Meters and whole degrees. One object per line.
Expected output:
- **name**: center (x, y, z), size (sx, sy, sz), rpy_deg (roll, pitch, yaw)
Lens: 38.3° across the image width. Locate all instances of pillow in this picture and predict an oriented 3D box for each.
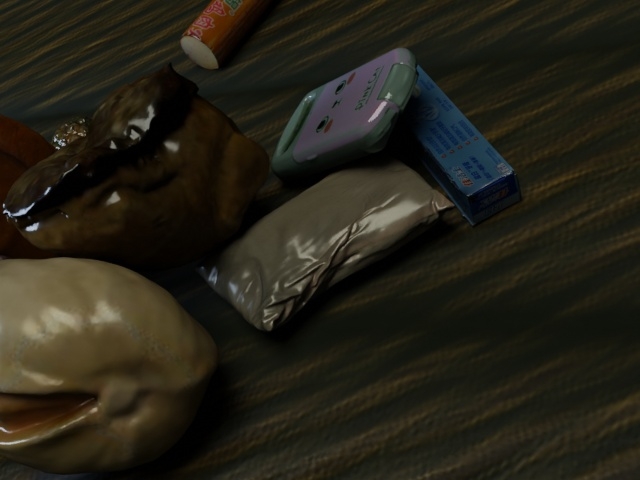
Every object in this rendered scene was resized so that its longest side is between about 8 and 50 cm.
- **pillow**: center (0.000, 0.000, 1.030), size (0.270, 0.067, 0.173), rpy_deg (-35, 40, -5)

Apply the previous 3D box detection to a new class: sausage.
- **sausage**: center (-0.118, -0.362, 1.394), size (0.071, 0.071, 0.234), rpy_deg (17, 61, 35)

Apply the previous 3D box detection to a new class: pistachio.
- **pistachio**: center (-0.252, 0.122, 0.958), size (0.308, 0.230, 0.230), rpy_deg (6, 55, 37)

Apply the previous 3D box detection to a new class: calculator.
- **calculator**: center (0.026, -0.145, 1.099), size (0.246, 0.045, 0.141), rpy_deg (-15, 44, 54)

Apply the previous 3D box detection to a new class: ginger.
- **ginger**: center (-0.200, -0.055, 1.048), size (0.200, 0.223, 0.269), rpy_deg (-2, 46, 47)

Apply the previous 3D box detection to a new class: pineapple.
- **pineapple**: center (-0.287, -0.077, 1.221), size (0.108, 0.108, 0.198), rpy_deg (-34, 57, -4)

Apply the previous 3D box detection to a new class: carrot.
- **carrot**: center (-0.424, -0.048, 1.119), size (0.258, 0.307, 0.100), rpy_deg (2, 59, -12)

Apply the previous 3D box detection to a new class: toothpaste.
- **toothpaste**: center (0.137, -0.126, 1.083), size (0.066, 0.053, 0.272), rpy_deg (-27, 45, -4)

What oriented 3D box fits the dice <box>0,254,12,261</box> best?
- **dice**: center (-0.403, 0.080, 1.138), size (0.094, 0.093, 0.091), rpy_deg (-28, 46, 2)
